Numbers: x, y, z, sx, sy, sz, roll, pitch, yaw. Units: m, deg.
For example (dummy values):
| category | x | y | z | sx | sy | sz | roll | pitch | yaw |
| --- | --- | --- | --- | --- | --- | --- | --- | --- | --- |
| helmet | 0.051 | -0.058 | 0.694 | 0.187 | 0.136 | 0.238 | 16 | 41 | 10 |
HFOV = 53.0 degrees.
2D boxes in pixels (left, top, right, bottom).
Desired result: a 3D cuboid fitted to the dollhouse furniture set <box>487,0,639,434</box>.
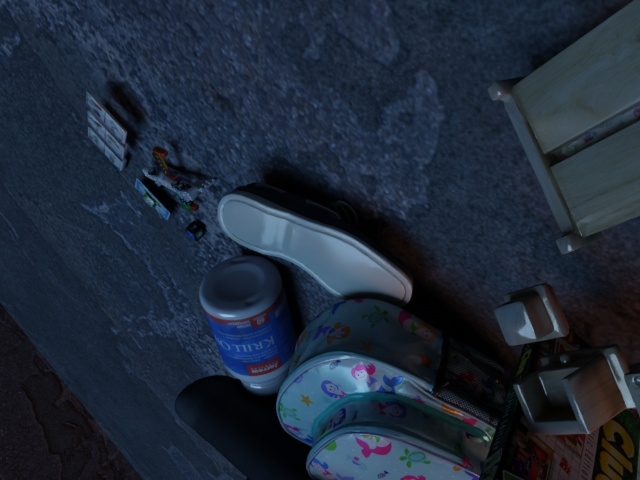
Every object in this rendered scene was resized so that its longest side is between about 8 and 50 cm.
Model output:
| category | x | y | z | sx | sy | sz | roll | pitch | yaw |
| --- | --- | --- | --- | --- | --- | --- | --- | --- | --- |
| dollhouse furniture set | 0.249 | -0.058 | 0.481 | 0.303 | 0.173 | 0.356 | -31 | 78 | 57 |

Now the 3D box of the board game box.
| category | x | y | z | sx | sy | sz | roll | pitch | yaw |
| --- | --- | --- | --- | --- | --- | --- | --- | --- | --- |
| board game box | 0.226 | 0.181 | 0.582 | 0.136 | 0.260 | 0.030 | 43 | 129 | 0 |

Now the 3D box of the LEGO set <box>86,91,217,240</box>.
| category | x | y | z | sx | sy | sz | roll | pitch | yaw |
| --- | --- | --- | --- | --- | --- | --- | --- | --- | --- |
| LEGO set | -0.250 | -0.109 | 0.968 | 0.244 | 0.060 | 0.182 | 48 | 158 | -4 |

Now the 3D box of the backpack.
| category | x | y | z | sx | sy | sz | roll | pitch | yaw |
| --- | --- | --- | --- | --- | --- | --- | --- | --- | --- |
| backpack | 0.077 | 0.196 | 0.754 | 0.253 | 0.191 | 0.225 | 35 | 133 | -7 |

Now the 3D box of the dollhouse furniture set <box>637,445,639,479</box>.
| category | x | y | z | sx | sy | sz | roll | pitch | yaw |
| --- | --- | --- | --- | --- | --- | --- | --- | --- | --- |
| dollhouse furniture set | 0.419 | 0.248 | 0.659 | 0.144 | 0.123 | 0.151 | 96 | 156 | -50 |

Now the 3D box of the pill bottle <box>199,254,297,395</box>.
| category | x | y | z | sx | sy | sz | roll | pitch | yaw |
| --- | --- | --- | --- | --- | --- | --- | --- | --- | --- |
| pill bottle | -0.102 | 0.141 | 0.995 | 0.124 | 0.124 | 0.222 | 20 | 141 | 31 |

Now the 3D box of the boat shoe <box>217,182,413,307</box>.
| category | x | y | z | sx | sy | sz | roll | pitch | yaw |
| --- | --- | --- | --- | --- | --- | --- | --- | --- | --- |
| boat shoe | 0.000 | 0.000 | 0.771 | 0.254 | 0.079 | 0.095 | 21 | 125 | 16 |

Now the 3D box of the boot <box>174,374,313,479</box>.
| category | x | y | z | sx | sy | sz | roll | pitch | yaw |
| --- | --- | --- | --- | --- | --- | --- | --- | --- | --- |
| boot | -0.073 | 0.325 | 0.926 | 0.445 | 0.146 | 0.367 | 33 | 178 | 43 |
